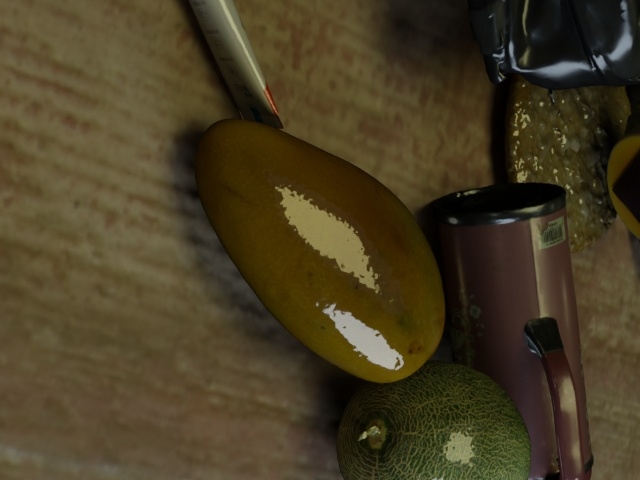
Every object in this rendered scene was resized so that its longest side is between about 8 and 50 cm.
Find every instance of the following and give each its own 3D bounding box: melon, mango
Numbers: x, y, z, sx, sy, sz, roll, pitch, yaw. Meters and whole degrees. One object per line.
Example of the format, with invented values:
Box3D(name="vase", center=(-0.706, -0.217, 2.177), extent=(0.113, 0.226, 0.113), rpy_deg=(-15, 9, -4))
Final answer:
Box3D(name="melon", center=(0.086, 0.161, 1.549), extent=(0.192, 0.139, 0.139), rpy_deg=(21, 76, -50))
Box3D(name="mango", center=(0.000, 0.000, 1.459), extent=(0.253, 0.113, 0.138), rpy_deg=(45, 46, -28))

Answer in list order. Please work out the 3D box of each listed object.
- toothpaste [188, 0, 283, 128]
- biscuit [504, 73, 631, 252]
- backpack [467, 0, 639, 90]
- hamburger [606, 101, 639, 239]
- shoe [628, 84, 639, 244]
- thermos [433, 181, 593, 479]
Box3D(name="toothpaste", center=(-0.074, -0.163, 1.412), extent=(0.031, 0.048, 0.190), rpy_deg=(-38, 118, -30))
Box3D(name="biscuit", center=(0.224, -0.095, 1.789), extent=(0.220, 0.033, 0.219), rpy_deg=(-2, 93, -53))
Box3D(name="backpack", center=(0.263, -0.283, 1.650), extent=(0.446, 0.255, 0.363), rpy_deg=(-18, 102, -52))
Box3D(name="hamburger", center=(0.315, -0.060, 1.787), extent=(0.081, 0.141, 0.126), rpy_deg=(-23, 141, -32))
Box3D(name="shoe", center=(0.365, -0.067, 1.918), extent=(0.138, 0.095, 0.245), rpy_deg=(-24, 107, -52))
Box3D(name="thermos", center=(0.177, 0.124, 1.660), extent=(0.109, 0.136, 0.330), rpy_deg=(-21, 108, -48))
